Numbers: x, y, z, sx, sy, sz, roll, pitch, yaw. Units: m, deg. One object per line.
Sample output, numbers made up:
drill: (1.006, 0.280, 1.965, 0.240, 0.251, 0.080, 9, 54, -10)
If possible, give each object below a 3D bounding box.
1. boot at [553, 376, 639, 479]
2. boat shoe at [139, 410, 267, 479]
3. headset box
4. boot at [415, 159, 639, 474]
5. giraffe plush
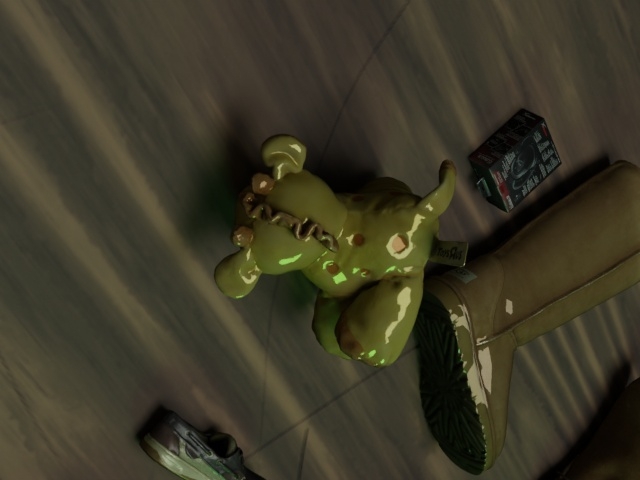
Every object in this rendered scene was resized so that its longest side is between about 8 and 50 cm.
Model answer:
boot: (0.289, 0.276, 1.802, 0.115, 0.112, 0.305, 17, 103, -33)
boat shoe: (-0.090, 0.193, 1.473, 0.152, 0.056, 0.049, 32, 95, -44)
headset box: (0.180, -0.072, 1.572, 0.083, 0.032, 0.062, -42, 132, -14)
boot: (0.223, 0.078, 1.650, 0.269, 0.089, 0.236, -29, 128, -27)
giraffe plush: (0.000, 0.000, 1.383, 0.171, 0.210, 0.181, 16, 70, -19)
